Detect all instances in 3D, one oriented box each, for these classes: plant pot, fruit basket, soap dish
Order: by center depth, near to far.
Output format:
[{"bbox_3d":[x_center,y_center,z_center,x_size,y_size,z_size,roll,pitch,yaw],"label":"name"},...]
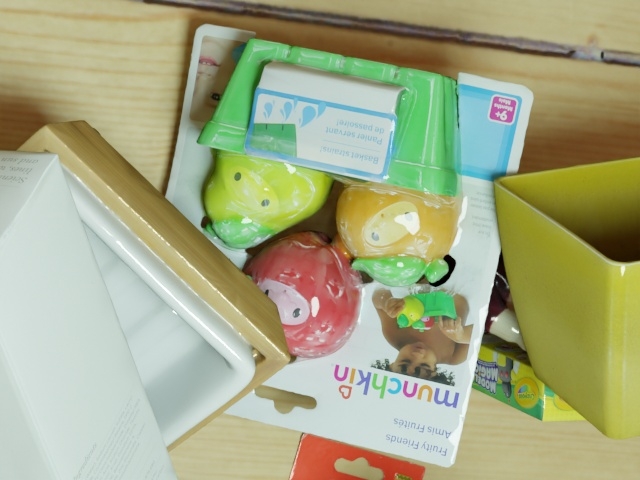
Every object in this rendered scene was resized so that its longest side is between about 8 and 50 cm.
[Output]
[{"bbox_3d":[-0.195,0.050,1.739,0.291,0.229,0.118,44,33,-12],"label":"soap dish"},{"bbox_3d":[0.287,0.053,1.740,0.212,0.212,0.187,-9,114,-22],"label":"plant pot"},{"bbox_3d":[0.000,0.000,1.808,0.327,0.165,0.353,13,87,15],"label":"fruit basket"}]

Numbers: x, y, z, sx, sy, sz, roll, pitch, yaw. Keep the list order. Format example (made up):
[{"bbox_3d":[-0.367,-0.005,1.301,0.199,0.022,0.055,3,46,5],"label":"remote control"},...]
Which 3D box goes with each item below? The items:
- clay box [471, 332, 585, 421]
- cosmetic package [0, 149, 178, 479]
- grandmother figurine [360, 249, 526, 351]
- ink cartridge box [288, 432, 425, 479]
[{"bbox_3d":[0.232,0.133,1.922,0.127,0.222,0.053,0,99,-22],"label":"clay box"},{"bbox_3d":[-0.275,0.115,1.596,0.156,0.217,0.385,-63,150,-44],"label":"cosmetic package"},{"bbox_3d":[0.184,0.029,1.929,0.342,0.208,0.104,10,112,-3],"label":"grandmother figurine"},{"bbox_3d":[0.028,0.293,1.936,0.145,0.045,0.179,18,86,-22],"label":"ink cartridge box"}]
